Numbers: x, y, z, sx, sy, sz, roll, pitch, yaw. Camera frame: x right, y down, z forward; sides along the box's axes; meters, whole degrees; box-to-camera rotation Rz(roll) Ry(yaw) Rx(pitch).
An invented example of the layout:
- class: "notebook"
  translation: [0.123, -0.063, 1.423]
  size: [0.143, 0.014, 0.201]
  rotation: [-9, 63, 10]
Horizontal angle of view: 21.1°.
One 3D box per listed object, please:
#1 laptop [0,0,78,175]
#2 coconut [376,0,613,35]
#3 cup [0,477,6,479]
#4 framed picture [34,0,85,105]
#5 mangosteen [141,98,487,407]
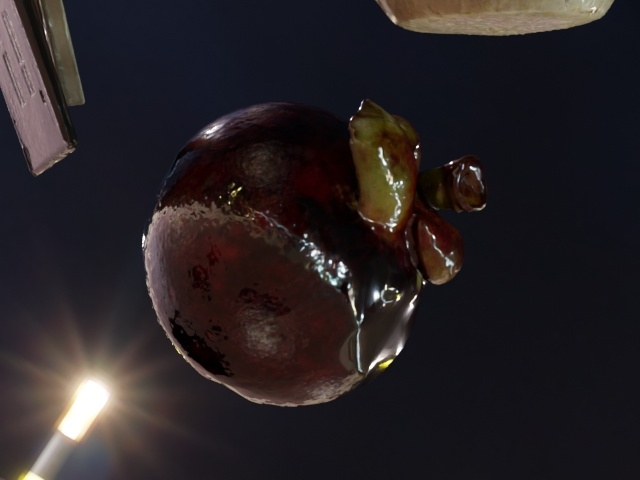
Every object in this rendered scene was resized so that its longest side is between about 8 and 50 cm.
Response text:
- class: "laptop"
  translation: [-0.225, -0.147, 1.237]
  size: [0.135, 0.016, 0.197]
  rotation: [-21, -93, 67]
- class: "coconut"
  translation: [0.116, -0.252, 1.119]
  size: [0.224, 0.234, 0.224]
  rotation: [4, -2, 0]
- class: "cup"
  translation: [-0.362, 0.323, 1.389]
  size: [0.288, 0.273, 0.208]
  rotation: [32, -38, -33]
- class: "framed picture"
  translation: [-0.255, -0.259, 1.524]
  size: [0.324, 0.020, 0.240]
  rotation: [-131, -152, -73]
- class: "mangosteen"
  translation: [0.000, 0.000, 1.252]
  size: [0.265, 0.228, 0.228]
  rotation: [-25, -44, 16]
